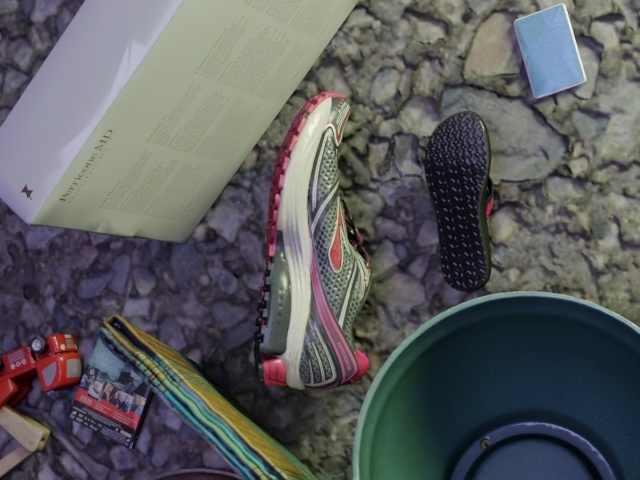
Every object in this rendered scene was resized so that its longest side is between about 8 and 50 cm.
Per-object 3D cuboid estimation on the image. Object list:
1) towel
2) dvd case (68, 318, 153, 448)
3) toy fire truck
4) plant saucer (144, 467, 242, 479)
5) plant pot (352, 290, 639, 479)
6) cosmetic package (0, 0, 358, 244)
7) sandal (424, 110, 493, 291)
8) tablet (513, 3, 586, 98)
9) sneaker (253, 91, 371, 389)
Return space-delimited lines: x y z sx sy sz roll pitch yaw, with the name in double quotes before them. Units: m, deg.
"towel" -0.042 0.222 1.321 0.370 0.271 0.040 41 86 20
"dvd case" -0.221 0.157 1.533 0.087 0.013 0.119 22 97 22
"toy fire truck" -0.343 0.193 1.563 0.192 0.047 0.135 -22 80 19
"plant saucer" -0.113 0.389 1.450 0.311 0.050 0.310 -1 88 19
"plant pot" 0.187 0.216 1.237 0.293 0.196 0.293 -4 66 9
"cosmetic package" -0.127 -0.176 1.365 0.097 0.284 0.377 41 102 19
"sandal" 0.142 -0.040 1.384 0.067 0.040 0.179 2 103 28
"tablet" 0.224 -0.185 1.369 0.054 0.006 0.083 -18 80 21
"sneaker" 0.000 0.000 1.408 0.112 0.121 0.299 6 88 -6
